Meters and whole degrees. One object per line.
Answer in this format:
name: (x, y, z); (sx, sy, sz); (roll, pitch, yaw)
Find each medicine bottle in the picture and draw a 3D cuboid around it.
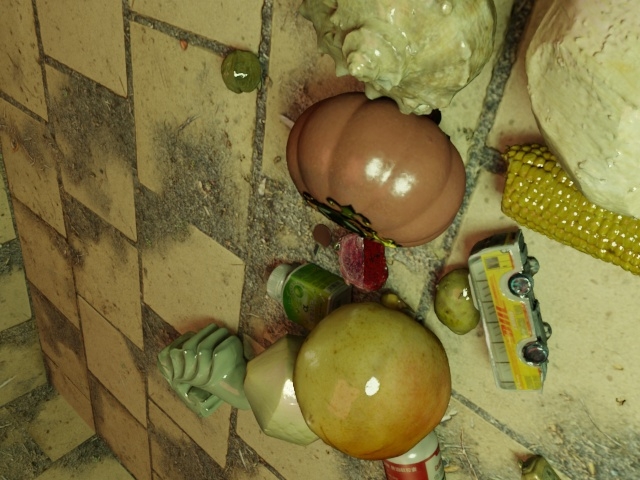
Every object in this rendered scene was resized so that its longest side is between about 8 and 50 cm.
medicine bottle: (-0.028, 0.128, 1.205); (0.188, 0.088, 0.132); (23, 125, 32)
medicine bottle: (0.204, 0.492, 1.146); (0.131, 0.131, 0.250); (1, 111, 42)

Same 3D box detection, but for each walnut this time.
walnut: (-0.167, -0.354, 1.096); (0.092, 0.092, 0.092); (20, 123, 34)

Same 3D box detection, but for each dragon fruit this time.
dragon fruit: (0.074, 0.035, 1.061); (0.096, 0.102, 0.147); (3, 103, 34)

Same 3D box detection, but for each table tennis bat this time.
table tennis bat: (0.000, 0.000, 1.173); (0.050, 0.007, 0.083); (38, 130, 22)

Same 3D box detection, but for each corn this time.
corn: (0.413, -0.026, 0.690); (0.387, 0.144, 0.144); (23, 125, 33)

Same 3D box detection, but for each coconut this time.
coconut: (0.372, -0.184, 0.547); (0.297, 0.297, 0.255); (-51, 46, 44)
coconut: (-0.060, 0.344, 1.226); (0.259, 0.259, 0.260); (20, 123, 34)

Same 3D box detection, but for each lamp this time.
lamp: (0.097, -0.127, 0.853); (0.305, 0.240, 0.305); (28, 172, 4)

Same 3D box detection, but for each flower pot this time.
flower pot: (-0.323, 0.385, 1.551); (0.367, 0.164, 0.254); (-27, 97, 46)

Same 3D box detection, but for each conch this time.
conch: (0.090, -0.305, 0.690); (0.297, 0.352, 0.210); (33, 129, 5)

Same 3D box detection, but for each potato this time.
potato: (0.252, 0.115, 0.955); (0.091, 0.070, 0.138); (24, 125, 33)

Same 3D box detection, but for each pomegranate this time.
pomegranate: (0.104, 0.255, 1.012); (0.319, 0.319, 0.320); (20, 123, 34)

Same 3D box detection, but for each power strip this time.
power strip: (0.477, 0.531, 0.963); (0.305, 0.064, 0.044); (54, 129, 8)

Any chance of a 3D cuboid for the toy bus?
toy bus: (0.317, 0.119, 0.868); (0.106, 0.092, 0.268); (-9, 105, 28)
